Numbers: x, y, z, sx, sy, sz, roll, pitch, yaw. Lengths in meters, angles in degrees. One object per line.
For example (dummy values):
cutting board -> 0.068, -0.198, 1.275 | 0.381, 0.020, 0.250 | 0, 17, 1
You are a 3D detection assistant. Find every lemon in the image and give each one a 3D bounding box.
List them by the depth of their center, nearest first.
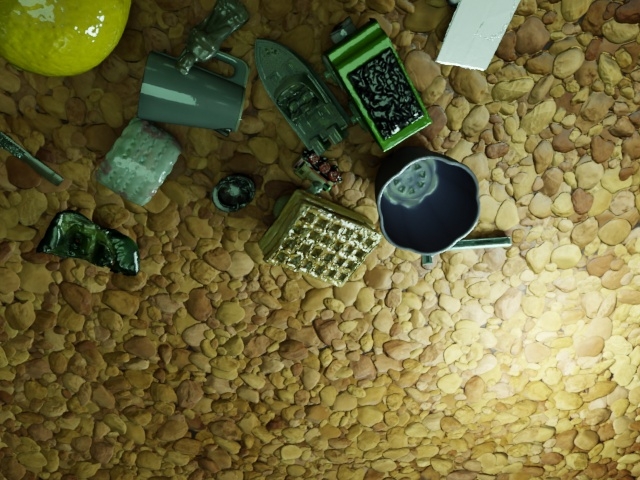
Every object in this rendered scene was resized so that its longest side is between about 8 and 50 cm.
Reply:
lemon -> -0.564, -0.515, 1.137 | 0.335, 0.336, 0.336 | -2, 116, -4

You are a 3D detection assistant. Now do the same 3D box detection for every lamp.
lamp -> -0.057, -0.108, 1.478 | 0.163, 0.091, 0.091 | -40, 112, 23

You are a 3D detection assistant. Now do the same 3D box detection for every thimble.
thimble -> -0.455, -0.206, 1.365 | 0.149, 0.185, 0.211 | 34, 74, -21

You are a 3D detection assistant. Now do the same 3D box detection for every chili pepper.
chili pepper -> -0.620, 0.012, 1.499 | 0.264, 0.116, 0.148 | 23, 100, -15

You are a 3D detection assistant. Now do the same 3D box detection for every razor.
razor -> 0.430, 0.011, 1.608 | 0.277, 0.056, 0.111 | -2, 80, -10

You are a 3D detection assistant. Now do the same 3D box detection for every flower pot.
flower pot -> 0.253, -0.132, 1.417 | 0.265, 0.243, 0.265 | -3, 118, -5

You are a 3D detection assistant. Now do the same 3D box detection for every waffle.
waffle -> 0.000, 0.001, 1.483 | 0.308, 0.091, 0.213 | 22, 114, -39

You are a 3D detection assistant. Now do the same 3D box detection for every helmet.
helmet -> -0.231, -0.135, 1.470 | 0.123, 0.070, 0.098 | -24, 109, 15

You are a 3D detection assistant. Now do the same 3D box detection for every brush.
brush -> -0.765, -0.210, 1.415 | 0.034, 0.028, 0.190 | -41, 113, 16

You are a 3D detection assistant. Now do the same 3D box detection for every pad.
pad -> 0.389, -0.529, 1.318 | 0.156, 0.004, 0.232 | 3, 132, -20

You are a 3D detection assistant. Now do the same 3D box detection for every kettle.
kettle -> -0.305, -0.377, 1.325 | 0.243, 0.160, 0.211 | 10, 86, -17

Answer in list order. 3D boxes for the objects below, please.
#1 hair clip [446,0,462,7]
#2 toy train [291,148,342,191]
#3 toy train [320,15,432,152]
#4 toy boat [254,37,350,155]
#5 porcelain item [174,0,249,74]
hair clip -> 0.263, -0.645, 1.270 | 0.256, 0.075, 0.146 | 13, 119, -6
toy train -> -0.007, -0.189, 1.475 | 0.138, 0.050, 0.087 | 37, 112, -21
toy train -> 0.123, -0.374, 1.288 | 0.173, 0.249, 0.307 | -31, 113, 8
toy boat -> -0.058, -0.367, 1.349 | 0.141, 0.092, 0.320 | -26, 109, 39
porcelain item -> -0.264, -0.473, 1.256 | 0.081, 0.069, 0.216 | 43, 78, -15
